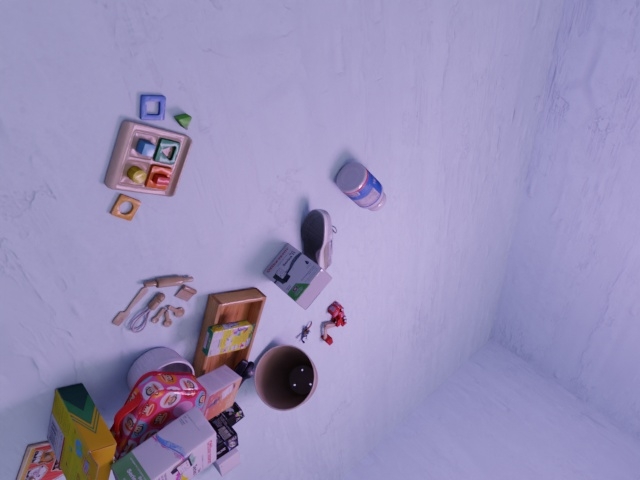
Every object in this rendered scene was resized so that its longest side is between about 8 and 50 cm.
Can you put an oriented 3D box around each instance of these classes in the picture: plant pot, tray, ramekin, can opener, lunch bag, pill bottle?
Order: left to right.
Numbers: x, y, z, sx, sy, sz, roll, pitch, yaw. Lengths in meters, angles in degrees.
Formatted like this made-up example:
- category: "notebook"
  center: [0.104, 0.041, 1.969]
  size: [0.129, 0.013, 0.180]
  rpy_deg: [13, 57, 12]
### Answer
- category: "lunch bag"
  center: [-0.518, 0.548, 1.518]
  size: [0.258, 0.120, 0.293]
  rpy_deg: [22, 101, -51]
- category: "ramekin"
  center: [-0.532, 0.450, 1.618]
  size: [0.207, 0.109, 0.207]
  rpy_deg: [-27, 135, -31]
- category: "tray"
  center: [-0.345, 0.373, 1.789]
  size: [0.202, 0.076, 0.411]
  rpy_deg: [-5, 121, -45]
- category: "can opener"
  center: [-0.310, 0.529, 1.850]
  size: [0.186, 0.073, 0.059]
  rpy_deg: [-58, -179, 9]
- category: "plant pot"
  center: [-0.110, 0.585, 2.084]
  size: [0.256, 0.256, 0.274]
  rpy_deg: [-51, 157, -5]
- category: "pill bottle"
  center: [0.164, -0.195, 1.862]
  size: [0.124, 0.124, 0.221]
  rpy_deg: [-56, 143, 1]

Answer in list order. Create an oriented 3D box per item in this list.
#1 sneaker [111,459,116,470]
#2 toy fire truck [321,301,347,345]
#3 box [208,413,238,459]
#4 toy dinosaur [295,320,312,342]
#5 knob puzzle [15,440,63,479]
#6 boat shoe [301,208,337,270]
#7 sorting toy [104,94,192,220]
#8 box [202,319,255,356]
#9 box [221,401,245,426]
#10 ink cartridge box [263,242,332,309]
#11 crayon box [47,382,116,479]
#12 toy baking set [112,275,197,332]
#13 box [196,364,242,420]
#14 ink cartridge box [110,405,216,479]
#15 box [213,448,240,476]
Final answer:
- category: "sneaker"
  center: [-0.733, 0.788, 1.726]
  size: [0.083, 0.031, 0.035]
  rpy_deg: [3, 101, -52]
- category: "toy fire truck"
  center: [0.054, 0.377, 2.234]
  size: [0.135, 0.047, 0.192]
  rpy_deg: [-37, 138, -20]
- category: "box"
  center: [-0.426, 0.746, 1.892]
  size: [0.147, 0.180, 0.078]
  rpy_deg: [-25, 132, -34]
- category: "toy dinosaur"
  center: [-0.062, 0.410, 2.144]
  size: [0.090, 0.047, 0.082]
  rpy_deg: [-39, 159, -35]
- category: "knob puzzle"
  center: [-0.836, 0.700, 1.547]
  size: [0.213, 0.030, 0.213]
  rpy_deg: [-27, 134, -32]
- category: "boat shoe"
  center: [0.002, 0.002, 1.851]
  size: [0.103, 0.118, 0.320]
  rpy_deg: [-35, 142, -33]
- category: "sorting toy"
  center: [-0.439, -0.200, 1.281]
  size: [0.196, 0.047, 0.348]
  rpy_deg: [6, 113, -49]
- category: "box"
  center: [-0.313, 0.334, 1.700]
  size: [0.179, 0.043, 0.105]
  rpy_deg: [-1, 118, -43]
- category: "box"
  center: [-0.367, 0.727, 2.044]
  size: [0.083, 0.052, 0.062]
  rpy_deg: [-33, 136, -25]
- category: "ink cartridge box"
  center: [-0.086, 0.125, 1.769]
  size: [0.153, 0.208, 0.087]
  rpy_deg: [-51, 139, -6]
- category: "crayon box"
  center: [-0.675, 0.590, 1.399]
  size: [0.081, 0.318, 0.202]
  rpy_deg: [-2, 119, -46]
- category: "toy baking set"
  center: [-0.502, 0.199, 1.526]
  size: [0.256, 0.030, 0.197]
  rpy_deg: [1, 116, -47]
- category: "box"
  center: [-0.375, 0.534, 1.714]
  size: [0.170, 0.091, 0.130]
  rpy_deg: [-14, 129, -58]
- category: "ink cartridge box"
  center: [-0.451, 0.655, 1.454]
  size: [0.278, 0.117, 0.201]
  rpy_deg: [-30, 147, -36]
- category: "box"
  center: [-0.411, 0.937, 2.125]
  size: [0.101, 0.087, 0.102]
  rpy_deg: [-28, 135, -30]
